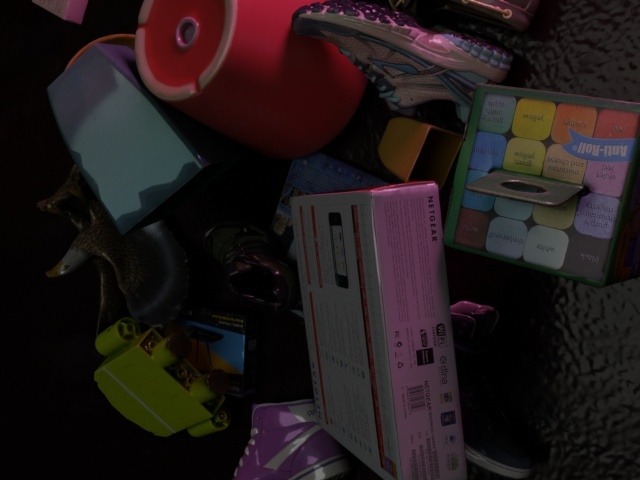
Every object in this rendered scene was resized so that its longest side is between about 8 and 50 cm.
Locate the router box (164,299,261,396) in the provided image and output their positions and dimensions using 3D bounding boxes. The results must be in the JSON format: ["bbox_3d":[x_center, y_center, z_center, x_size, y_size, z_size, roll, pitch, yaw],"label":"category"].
[{"bbox_3d":[-0.181,0.174,1.261,0.178,0.046,0.133,5,94,35],"label":"router box"}]

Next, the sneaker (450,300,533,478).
[{"bbox_3d":[0.203,0.178,0.970,0.226,0.086,0.163,40,115,29],"label":"sneaker"}]

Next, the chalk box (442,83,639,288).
[{"bbox_3d":[0.255,-0.061,0.807,0.180,0.289,0.179,16,100,33],"label":"chalk box"}]

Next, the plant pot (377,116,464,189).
[{"bbox_3d":[0.126,-0.125,1.026,0.083,0.081,0.082,36,111,40],"label":"plant pot"}]

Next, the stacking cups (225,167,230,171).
[{"bbox_3d":[-0.193,-0.271,1.247,0.096,0.096,0.316,-4,84,35],"label":"stacking cups"}]

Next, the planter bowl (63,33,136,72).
[{"bbox_3d":[-0.328,-0.234,1.306,0.217,0.090,0.217,0,91,-8],"label":"planter bowl"}]

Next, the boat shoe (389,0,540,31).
[{"bbox_3d":[0.139,-0.337,0.993,0.305,0.109,0.091,18,96,29],"label":"boat shoe"}]

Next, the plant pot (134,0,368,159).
[{"bbox_3d":[-0.104,-0.263,1.068,0.275,0.243,0.275,-3,84,37],"label":"plant pot"}]

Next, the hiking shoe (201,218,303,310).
[{"bbox_3d":[-0.110,0.031,1.140,0.227,0.114,0.086,30,107,30],"label":"hiking shoe"}]

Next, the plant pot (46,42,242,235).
[{"bbox_3d":[-0.266,-0.160,1.109,0.165,0.166,0.234,-37,91,16],"label":"plant pot"}]

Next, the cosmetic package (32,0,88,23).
[{"bbox_3d":[-0.504,-0.468,1.478,0.115,0.041,0.060,34,109,29],"label":"cosmetic package"}]

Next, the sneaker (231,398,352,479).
[{"bbox_3d":[-0.091,0.341,1.178,0.282,0.102,0.161,-36,68,19],"label":"sneaker"}]

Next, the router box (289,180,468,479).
[{"bbox_3d":[0.060,0.100,0.952,0.301,0.082,0.336,-172,74,-71],"label":"router box"}]

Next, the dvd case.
[{"bbox_3d":[0.000,0.000,1.148,0.180,0.022,0.253,28,106,30],"label":"dvd case"}]

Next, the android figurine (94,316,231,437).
[{"bbox_3d":[-0.263,0.234,1.240,0.248,0.056,0.273,45,136,-12],"label":"android figurine"}]

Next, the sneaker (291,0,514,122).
[{"bbox_3d":[0.094,-0.221,0.965,0.283,0.110,0.122,15,113,-3],"label":"sneaker"}]

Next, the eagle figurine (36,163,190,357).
[{"bbox_3d":[-0.361,0.027,1.313,0.225,0.226,0.298,-36,95,-5],"label":"eagle figurine"}]
